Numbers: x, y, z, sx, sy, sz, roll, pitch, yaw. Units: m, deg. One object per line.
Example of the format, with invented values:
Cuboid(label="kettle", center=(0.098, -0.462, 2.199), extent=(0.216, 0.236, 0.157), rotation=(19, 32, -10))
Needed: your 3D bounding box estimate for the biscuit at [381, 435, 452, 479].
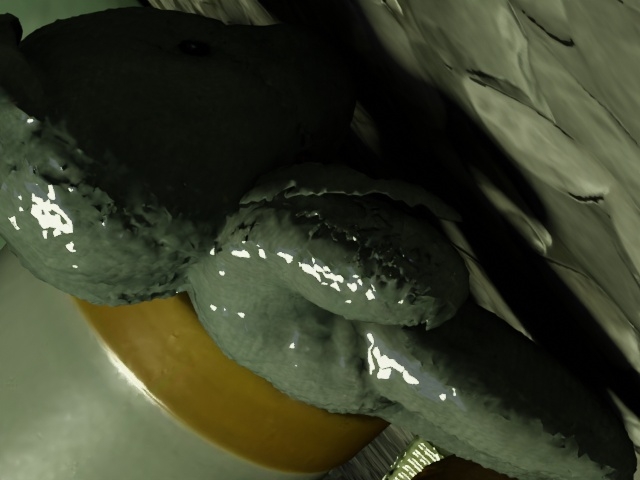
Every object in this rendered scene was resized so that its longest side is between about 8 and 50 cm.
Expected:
Cuboid(label="biscuit", center=(0.081, 0.283, 1.286), extent=(0.150, 0.252, 0.052), rotation=(42, -149, 23))

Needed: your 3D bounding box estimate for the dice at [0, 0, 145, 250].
Cuboid(label="dice", center=(-0.223, -0.061, 1.274), extent=(0.265, 0.268, 0.262), rotation=(49, 174, 18))

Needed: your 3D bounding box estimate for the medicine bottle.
Cuboid(label="medicine bottle", center=(-0.096, 0.074, 0.967), extent=(0.238, 0.232, 0.238), rotation=(35, -153, -21))

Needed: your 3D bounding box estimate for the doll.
Cuboid(label="doll", center=(0.001, -0.008, 0.742), extent=(0.340, 0.158, 0.246), rotation=(25, 174, 1))

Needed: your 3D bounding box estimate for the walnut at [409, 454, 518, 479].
Cuboid(label="walnut", center=(0.115, 0.230, 1.017), extent=(0.197, 0.165, 0.165), rotation=(37, 166, 35))
